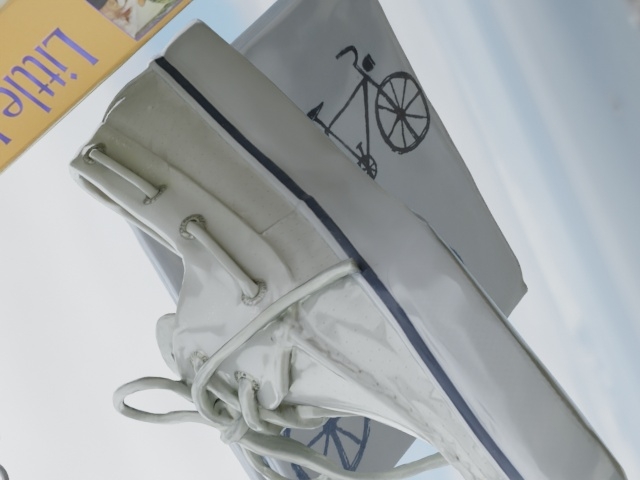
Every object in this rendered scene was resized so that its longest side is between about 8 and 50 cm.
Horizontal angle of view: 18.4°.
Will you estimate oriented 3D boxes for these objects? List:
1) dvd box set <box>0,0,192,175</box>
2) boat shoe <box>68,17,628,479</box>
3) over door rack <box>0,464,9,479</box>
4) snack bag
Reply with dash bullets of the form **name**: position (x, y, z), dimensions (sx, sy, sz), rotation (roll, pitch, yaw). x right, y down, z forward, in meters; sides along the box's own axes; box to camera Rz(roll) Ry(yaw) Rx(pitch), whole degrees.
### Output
- **dvd box set**: position (-0.156, -0.132, 0.982), dimensions (0.062, 0.420, 0.308), rotation (37, -143, -23)
- **boat shoe**: position (-0.020, 0.040, 0.899), dimensions (0.367, 0.156, 0.136), rotation (46, 178, 41)
- **over door rack**: position (-0.304, 0.231, 1.215), dimensions (0.239, 0.108, 0.324), rotation (99, -165, -64)
- **snack bag**: position (0.000, 0.000, 1.410), dimensions (0.323, 0.037, 0.342), rotation (-48, -61, -38)
